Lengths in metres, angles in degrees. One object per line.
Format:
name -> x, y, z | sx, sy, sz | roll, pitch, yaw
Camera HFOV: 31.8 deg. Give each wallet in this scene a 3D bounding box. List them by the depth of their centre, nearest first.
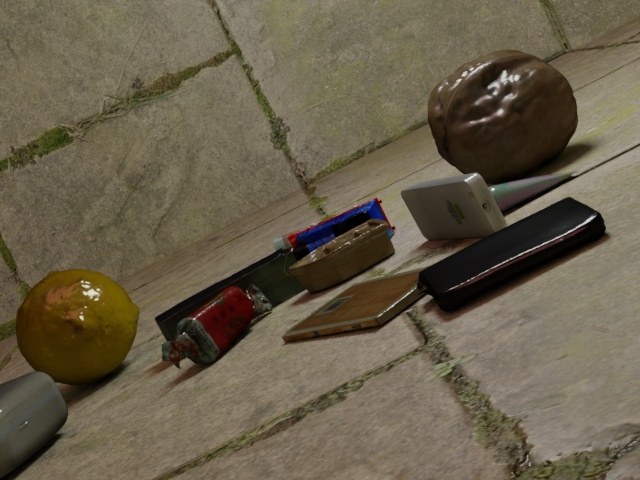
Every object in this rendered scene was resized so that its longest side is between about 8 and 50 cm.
wallet -> 0.244, 0.020, 1.465 | 0.250, 0.044, 0.149 | -27, 12, -1

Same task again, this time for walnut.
walnut -> 0.337, -0.230, 2.064 | 0.273, 0.227, 0.273 | -29, 11, 6

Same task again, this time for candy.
candy -> -0.171, 0.141, 1.879 | 0.059, 0.086, 0.292 | -34, 3, 36

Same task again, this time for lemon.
lemon -> -0.470, 0.166, 2.160 | 0.234, 0.233, 0.288 | -30, 6, -17

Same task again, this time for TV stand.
TV stand -> -0.159, 0.111, 2.033 | 0.270, 0.082, 0.088 | -28, 7, -15

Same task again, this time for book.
book -> 0.067, 0.092, 1.654 | 0.170, 0.018, 0.242 | -34, 10, -34

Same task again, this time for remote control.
remote control -> 0.209, -0.051, 1.803 | 0.034, 0.103, 0.250 | -32, 9, -18

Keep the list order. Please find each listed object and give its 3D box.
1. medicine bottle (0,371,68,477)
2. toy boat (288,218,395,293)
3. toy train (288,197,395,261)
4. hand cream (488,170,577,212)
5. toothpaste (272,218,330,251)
medicine bottle -> -0.607, 0.345, 1.838 | 0.375, 0.123, 0.282 | -24, 10, 25
toy boat -> 0.038, 0.032, 1.970 | 0.188, 0.061, 0.116 | -28, 10, -9
toy train -> 0.034, -0.004, 2.129 | 0.204, 0.082, 0.131 | -24, 11, 21
hand cream -> 0.331, -0.083, 1.844 | 0.174, 0.047, 0.076 | -20, 5, -14
toothpaste -> -0.009, -0.024, 2.558 | 0.205, 0.036, 0.056 | -22, 10, 8
